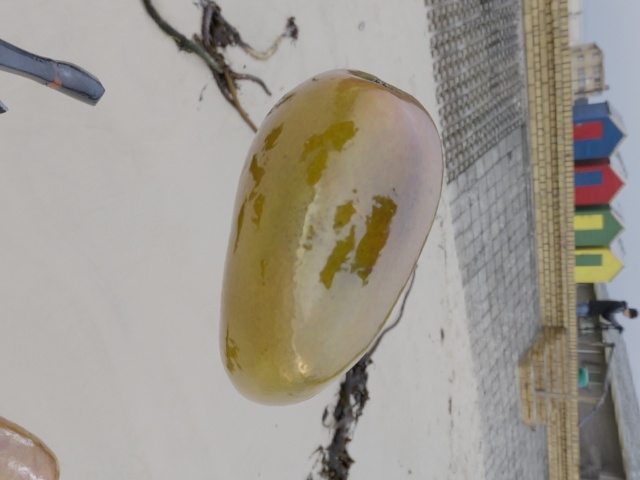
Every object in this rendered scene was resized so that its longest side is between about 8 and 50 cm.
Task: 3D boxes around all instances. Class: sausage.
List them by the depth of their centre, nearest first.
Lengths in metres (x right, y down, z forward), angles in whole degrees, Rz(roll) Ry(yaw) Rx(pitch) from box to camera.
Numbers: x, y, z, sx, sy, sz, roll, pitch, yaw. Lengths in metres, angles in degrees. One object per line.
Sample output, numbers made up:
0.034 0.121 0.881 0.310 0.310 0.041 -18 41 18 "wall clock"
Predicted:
-0.502 0.304 0.744 0.270 0.109 0.108 45 45 -29 "sausage"

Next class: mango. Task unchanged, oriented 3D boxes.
0.000 0.000 0.455 0.211 0.173 0.317 175 -65 -84 "mango"

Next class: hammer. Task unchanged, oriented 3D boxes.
-0.338 -0.199 0.601 0.290 0.037 0.137 -37 116 -84 "hammer"
